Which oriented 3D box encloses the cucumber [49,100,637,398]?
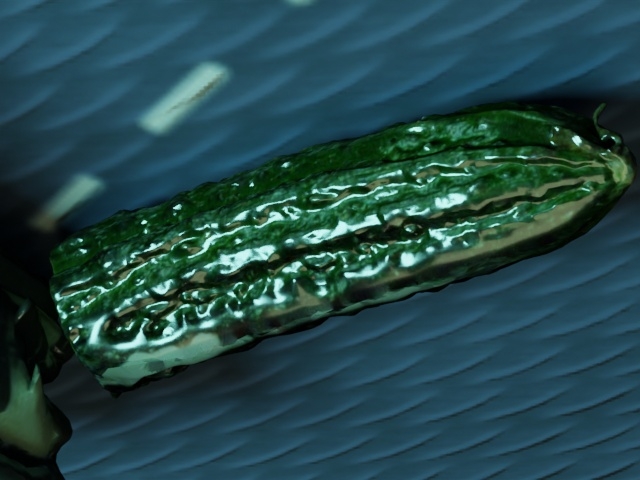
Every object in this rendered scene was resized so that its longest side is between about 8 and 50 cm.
[{"bbox_3d":[0.000,-0.001,0.753,0.265,0.077,0.077,-19,136,22],"label":"cucumber"}]

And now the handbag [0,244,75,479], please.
[{"bbox_3d":[-0.308,0.052,0.771,0.325,0.162,0.327,-24,139,32],"label":"handbag"}]
